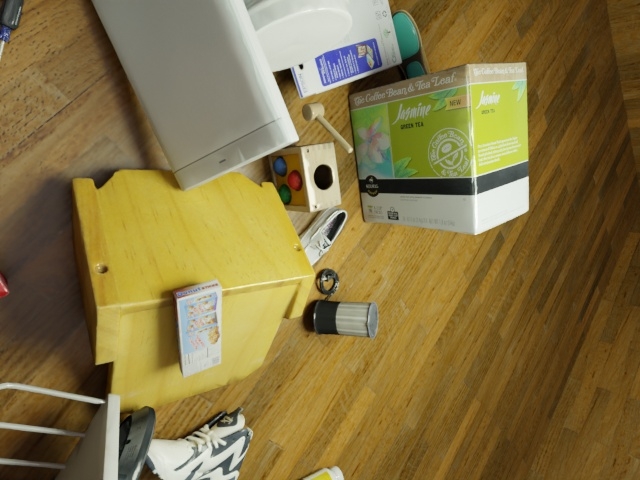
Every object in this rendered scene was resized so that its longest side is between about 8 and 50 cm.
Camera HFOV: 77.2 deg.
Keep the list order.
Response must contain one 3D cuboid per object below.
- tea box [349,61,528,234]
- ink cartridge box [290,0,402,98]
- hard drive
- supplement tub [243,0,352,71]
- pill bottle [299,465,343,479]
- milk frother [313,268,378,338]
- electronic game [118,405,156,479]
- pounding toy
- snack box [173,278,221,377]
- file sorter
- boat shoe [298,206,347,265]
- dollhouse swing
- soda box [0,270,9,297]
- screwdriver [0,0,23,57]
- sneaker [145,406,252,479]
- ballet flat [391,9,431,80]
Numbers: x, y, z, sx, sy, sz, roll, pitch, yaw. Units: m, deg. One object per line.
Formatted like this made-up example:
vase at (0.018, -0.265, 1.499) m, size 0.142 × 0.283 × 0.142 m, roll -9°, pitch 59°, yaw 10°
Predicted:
tea box at (0.266, -0.206, 0.925) m, size 0.220 × 0.329 × 0.324 m, roll -18°, pitch 106°, yaw -34°
ink cartridge box at (0.038, -0.431, 0.883) m, size 0.332 × 0.065 × 0.165 m, roll -31°, pitch 114°, yaw -32°
hard drive at (-0.196, -0.271, 0.581) m, size 0.047 × 0.233 × 0.353 m, roll -37°, pitch 108°, yaw -54°
supplement tub at (-0.097, -0.467, 0.624) m, size 0.241 × 0.241 × 0.331 m, roll -22°, pitch 96°, yaw -34°
pill bottle at (-0.001, 0.613, 1.003) m, size 0.116 × 0.065 × 0.065 m, roll -6°, pitch 100°, yaw -37°
milk frother at (0.062, 0.145, 0.939) m, size 0.129 × 0.134 × 0.143 m, roll -45°, pitch 130°, yaw -61°
electronic game at (-0.320, 0.374, 0.618) m, size 0.048 × 0.229 × 0.229 m, roll 32°, pitch 77°, yaw -20°
pounding toy at (-0.028, -0.164, 0.795) m, size 0.094 × 0.181 × 0.206 m, roll -19°, pitch 108°, yaw -34°
snack box at (-0.183, 0.138, 0.607) m, size 0.064 × 0.022 × 0.178 m, roll -14°, pitch 133°, yaw -30°
file sorter at (-0.412, 0.357, 0.518) m, size 0.173 × 0.193 × 0.278 m, roll 30°, pitch 97°, yaw -33°
boat shoe at (0.000, 0.000, 0.915) m, size 0.184 × 0.063 × 0.066 m, roll -51°, pitch 123°, yaw -21°
dollhouse swing at (-0.245, 0.090, 0.741) m, size 0.346 × 0.305 × 0.315 m, roll -6°, pitch 59°, yaw -37°
soda box at (-0.507, -0.029, 0.497) m, size 0.083 × 0.092 × 0.263 m, roll -34°, pitch 116°, yaw -31°
screwdriver at (-0.444, -0.264, 0.556) m, size 0.024 × 0.025 × 0.170 m, roll 15°, pitch 87°, yaw -38°
sneaker at (-0.221, 0.385, 0.780) m, size 0.235 × 0.094 × 0.153 m, roll 44°, pitch 69°, yaw -34°
ballet flat at (0.235, -0.476, 1.038) m, size 0.232 × 0.080 × 0.073 m, roll 63°, pitch 33°, yaw -29°
